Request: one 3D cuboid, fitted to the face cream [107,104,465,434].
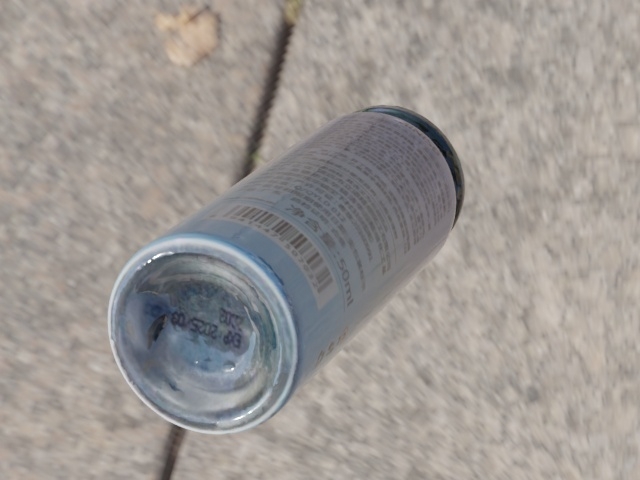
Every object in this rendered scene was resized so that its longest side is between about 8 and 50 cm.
[{"bbox_3d":[0.000,0.000,0.775,0.075,0.229,0.075,7,109,20],"label":"face cream"}]
